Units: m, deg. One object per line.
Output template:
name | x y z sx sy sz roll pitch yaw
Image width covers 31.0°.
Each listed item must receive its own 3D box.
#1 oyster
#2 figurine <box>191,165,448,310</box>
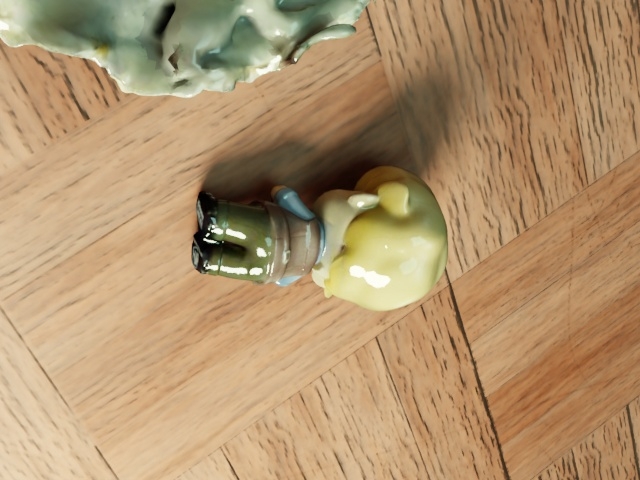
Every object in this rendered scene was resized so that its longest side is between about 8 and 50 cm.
oyster | -0.052 -0.227 0.677 0.351 0.115 0.238 -43 125 -13
figurine | 0.000 0.000 0.874 0.196 0.108 0.114 1 107 -17
